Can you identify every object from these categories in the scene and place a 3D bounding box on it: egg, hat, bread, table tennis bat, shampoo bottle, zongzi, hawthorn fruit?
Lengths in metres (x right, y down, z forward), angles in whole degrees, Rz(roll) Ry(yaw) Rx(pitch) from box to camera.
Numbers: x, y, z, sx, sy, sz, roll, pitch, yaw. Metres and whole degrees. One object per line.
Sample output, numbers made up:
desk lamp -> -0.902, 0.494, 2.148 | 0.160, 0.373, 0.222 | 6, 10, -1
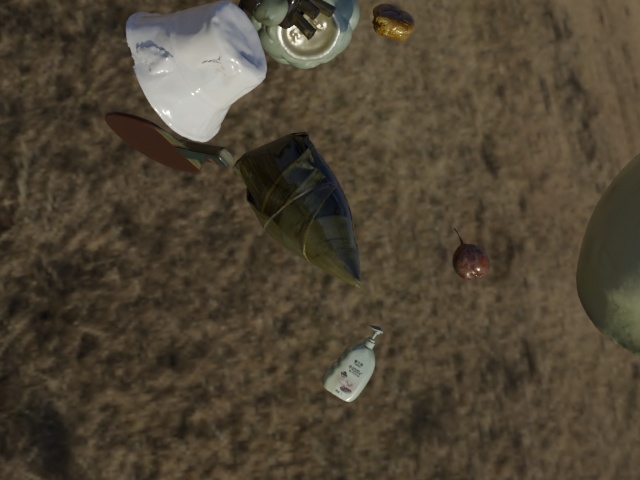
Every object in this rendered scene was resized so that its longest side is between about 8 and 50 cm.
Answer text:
egg -> 0.392, -0.018, 1.159 | 0.264, 0.286, 0.174 | 42, -13, 46
hat -> -0.150, -0.242, 1.481 | 0.203, 0.126, 0.203 | 49, 28, -38
bread -> 0.132, -0.398, 2.029 | 0.083, 0.046, 0.081 | 38, 38, 13
table tennis bat -> -0.232, -0.146, 1.719 | 0.154, 0.274, 0.021 | 44, 70, -43
shampoo bottle -> 0.071, 0.225, 2.083 | 0.077, 0.152, 0.045 | 34, 8, -4
zongzi -> 0.000, 0.000, 1.909 | 0.317, 0.154, 0.289 | 61, 0, 23
hawthorn fruit -> 0.271, 0.022, 2.042 | 0.067, 0.066, 0.103 | 0, 72, -67

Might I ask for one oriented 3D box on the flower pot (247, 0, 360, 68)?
flower pot -> -0.036, -0.494, 2.411 | 0.195, 0.246, 0.246 | -100, 165, -54

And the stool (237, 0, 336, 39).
stool -> -0.054, -0.417, 1.917 | 0.121, 0.125, 0.217 | 39, 38, 9
